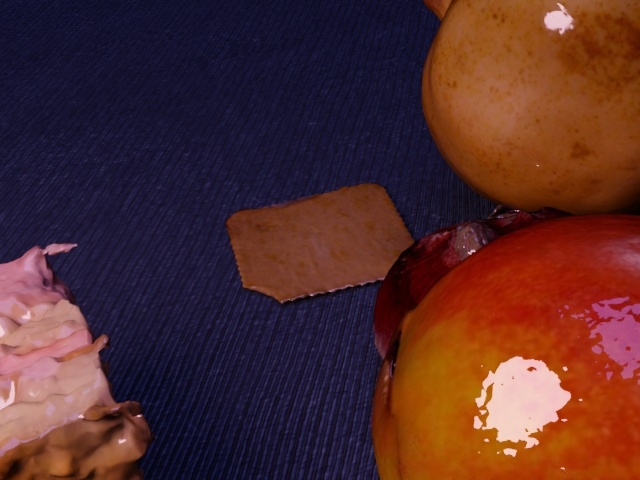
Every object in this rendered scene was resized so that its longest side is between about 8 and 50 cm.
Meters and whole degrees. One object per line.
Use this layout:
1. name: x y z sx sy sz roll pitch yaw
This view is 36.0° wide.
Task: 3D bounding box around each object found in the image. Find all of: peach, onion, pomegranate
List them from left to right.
1. onion: 0.177 0.046 1.026 0.272 0.195 0.272 -13 37 10
2. pomegranate: 0.304 -0.223 1.192 0.416 0.417 0.417 -6 33 4
3. peach: 0.229 0.140 0.723 0.370 0.370 0.370 -6 33 4

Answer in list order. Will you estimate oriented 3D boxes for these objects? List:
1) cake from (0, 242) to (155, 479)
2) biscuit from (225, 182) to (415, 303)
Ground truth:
1. cake: -0.300 0.211 0.805 0.314 0.293 0.307 -17 29 -19
2. biscuit: 0.000 0.000 1.296 0.232 0.013 0.237 -12 33 -6
